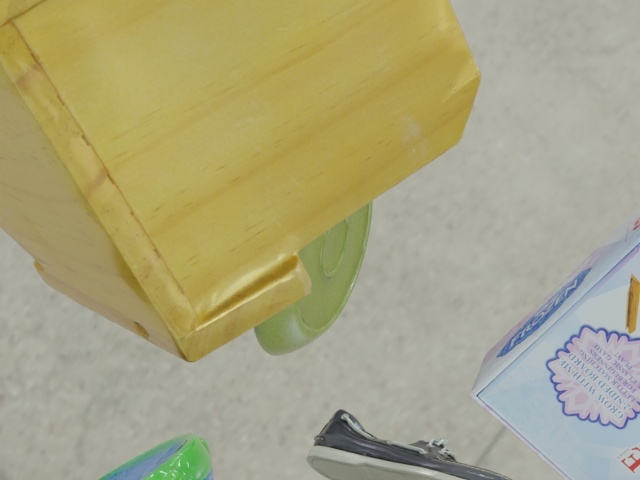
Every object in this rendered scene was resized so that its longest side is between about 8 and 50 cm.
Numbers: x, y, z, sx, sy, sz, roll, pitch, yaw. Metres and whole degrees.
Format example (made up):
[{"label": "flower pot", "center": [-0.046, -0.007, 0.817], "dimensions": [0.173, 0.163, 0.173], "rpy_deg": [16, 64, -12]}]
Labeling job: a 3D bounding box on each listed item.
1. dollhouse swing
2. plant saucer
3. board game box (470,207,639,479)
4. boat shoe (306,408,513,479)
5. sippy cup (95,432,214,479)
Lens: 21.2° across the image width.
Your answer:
[{"label": "dollhouse swing", "center": [-0.114, -0.147, 1.302], "dimensions": [0.305, 0.315, 0.347], "rpy_deg": [-44, 128, -20]}, {"label": "plant saucer", "center": [0.000, 0.000, 1.667], "dimensions": [0.037, 0.241, 0.241], "rpy_deg": [13, 49, 20]}, {"label": "board game box", "center": [0.304, 0.078, 0.929], "dimensions": [0.318, 0.318, 0.066], "rpy_deg": [43, 25, -3]}, {"label": "boat shoe", "center": [0.088, 0.195, 1.527], "dimensions": [0.206, 0.075, 0.065], "rpy_deg": [10, 58, 27]}, {"label": "sippy cup", "center": [-0.151, 0.325, 1.514], "dimensions": [0.305, 0.240, 0.224], "rpy_deg": [-33, 93, -43]}]
